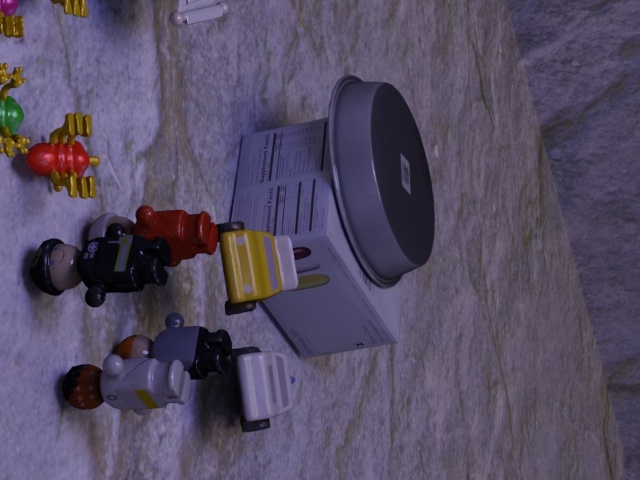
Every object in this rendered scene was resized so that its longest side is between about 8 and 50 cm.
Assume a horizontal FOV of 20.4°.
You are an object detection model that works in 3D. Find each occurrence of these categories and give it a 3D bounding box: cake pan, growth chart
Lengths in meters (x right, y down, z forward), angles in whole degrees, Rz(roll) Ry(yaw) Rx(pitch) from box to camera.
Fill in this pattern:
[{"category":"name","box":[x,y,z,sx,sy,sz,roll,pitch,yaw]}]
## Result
[{"category":"cake pan","box":[0.088,-0.084,2.392,0.293,0.054,0.293,-11,90,-70]},{"category":"growth chart","box":[-0.154,-0.360,2.041,0.172,0.021,0.237,-10,91,-68]}]

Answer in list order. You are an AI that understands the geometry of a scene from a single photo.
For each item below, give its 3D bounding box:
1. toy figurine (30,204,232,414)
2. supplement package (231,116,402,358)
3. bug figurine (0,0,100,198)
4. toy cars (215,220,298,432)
[{"category":"toy figurine","box":[-0.199,0.074,1.888,0.213,0.148,0.209,-41,125,-68]},{"category":"supplement package","box":[0.000,0.000,2.402,0.262,0.145,0.204,56,31,-47]},{"category":"bug figurine","box":[-0.299,-0.181,1.820,0.216,0.072,0.279,8,79,-61]},{"category":"toy cars","box":[-0.067,0.103,2.103,0.393,0.087,0.176,86,-6,-46]}]
